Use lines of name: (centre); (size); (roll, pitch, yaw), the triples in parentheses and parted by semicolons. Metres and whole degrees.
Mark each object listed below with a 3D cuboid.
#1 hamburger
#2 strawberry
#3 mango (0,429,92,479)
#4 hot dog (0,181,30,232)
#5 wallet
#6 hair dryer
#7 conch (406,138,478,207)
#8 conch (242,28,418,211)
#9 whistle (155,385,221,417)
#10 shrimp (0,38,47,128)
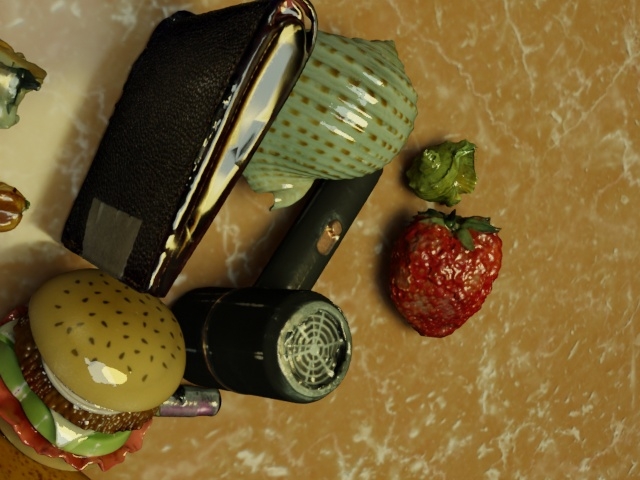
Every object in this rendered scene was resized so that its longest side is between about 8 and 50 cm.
hamburger: (-0.196, 0.104, 0.720); (0.175, 0.175, 0.137); (27, 124, -31)
strawberry: (0.141, 0.039, 0.950); (0.131, 0.131, 0.148); (10, 85, -31)
mango: (-0.289, 0.236, 0.692); (0.290, 0.191, 0.160); (26, 98, -27)
hot dog: (-0.317, -0.038, 0.723); (0.122, 0.037, 0.049); (16, 102, -26)
wallet: (-0.121, -0.088, 0.720); (0.071, 0.221, 0.262); (33, 81, -35)
hair dryer: (0.000, 0.000, 0.845); (0.107, 0.189, 0.352); (46, 62, -29)
conch: (0.148, -0.078, 0.959); (0.089, 0.074, 0.121); (-34, 143, 15)
conch: (0.005, -0.129, 0.809); (0.172, 0.131, 0.200); (39, 63, -10)
whistle: (-0.182, 0.160, 0.834); (0.176, 0.033, 0.033); (8, 94, -32)
shrimp: (-0.376, -0.093, 0.644); (0.185, 0.068, 0.287); (44, 70, -11)
